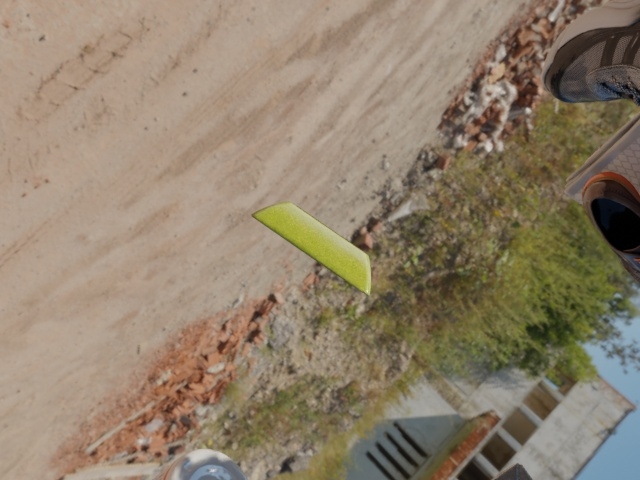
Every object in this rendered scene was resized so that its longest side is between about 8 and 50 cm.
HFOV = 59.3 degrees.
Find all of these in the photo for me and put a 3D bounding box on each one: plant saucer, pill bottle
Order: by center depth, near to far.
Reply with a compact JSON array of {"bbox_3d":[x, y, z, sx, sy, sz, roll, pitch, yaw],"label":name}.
[{"bbox_3d":[-0.192,0.362,0.694,0.221,0.124,0.124,-44,166,27],"label":"pill bottle"},{"bbox_3d":[0.000,0.000,0.816,0.045,0.188,0.188,-55,180,2],"label":"plant saucer"}]

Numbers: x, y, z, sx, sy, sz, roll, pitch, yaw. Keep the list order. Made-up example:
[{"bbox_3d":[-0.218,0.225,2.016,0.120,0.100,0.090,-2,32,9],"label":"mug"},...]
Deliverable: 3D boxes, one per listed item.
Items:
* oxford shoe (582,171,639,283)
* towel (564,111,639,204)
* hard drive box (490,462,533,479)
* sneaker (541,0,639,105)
[{"bbox_3d":[0.494,0.022,0.854,0.097,0.271,0.098,-45,177,36],"label":"oxford shoe"},{"bbox_3d":[0.562,-0.057,0.834,0.053,0.317,0.332,-40,166,-21],"label":"towel"},{"bbox_3d":[0.191,0.383,0.720,0.181,0.089,0.232,-31,153,-7],"label":"hard drive box"},{"bbox_3d":[0.284,-0.125,0.471,0.268,0.101,0.153,1,-111,64],"label":"sneaker"}]
